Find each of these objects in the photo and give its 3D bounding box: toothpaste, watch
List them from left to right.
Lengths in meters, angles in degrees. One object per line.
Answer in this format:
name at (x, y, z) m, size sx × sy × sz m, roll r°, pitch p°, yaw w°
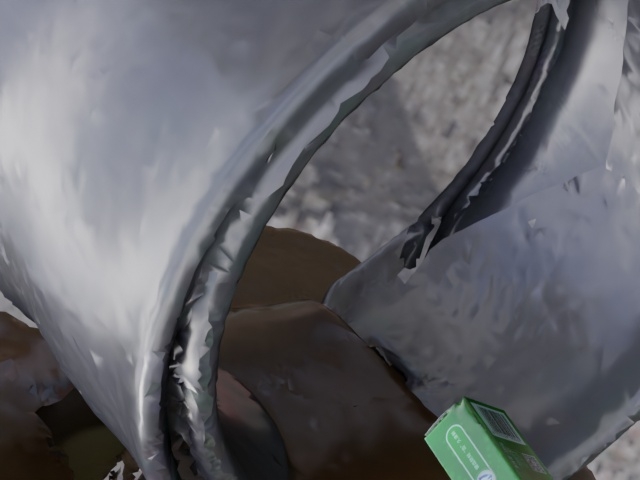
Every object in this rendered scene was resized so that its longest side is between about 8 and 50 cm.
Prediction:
watch at (0.000, 0.000, 0.617) m, size 0.314 × 0.335 × 0.327 m, roll 46°, pitch 133°, yaw 41°
toothpaste at (0.055, 0.074, 0.421) m, size 0.017 × 0.020 × 0.083 m, roll -48°, pitch 50°, yaw 18°
